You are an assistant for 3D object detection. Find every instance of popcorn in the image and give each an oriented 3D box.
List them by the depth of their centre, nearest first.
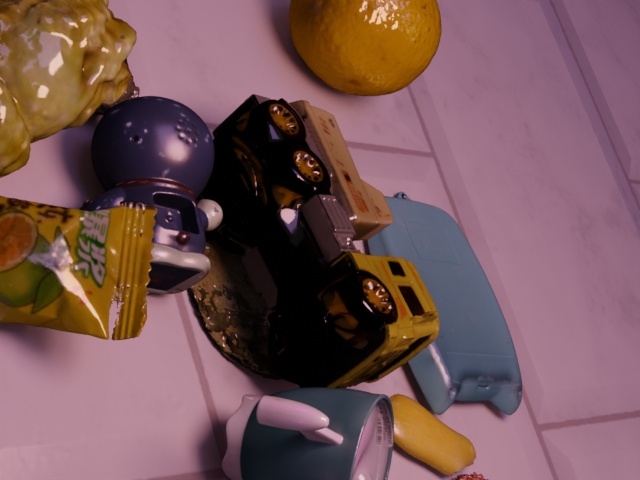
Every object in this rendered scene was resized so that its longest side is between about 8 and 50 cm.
[{"bbox_3d":[-0.358,-0.193,1.389,0.286,0.225,0.174,-48,134,-33],"label":"popcorn"}]

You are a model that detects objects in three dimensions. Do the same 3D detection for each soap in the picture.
[{"bbox_3d":[0.153,0.282,1.748,0.168,0.033,0.089,38,43,-22],"label":"soap"}]

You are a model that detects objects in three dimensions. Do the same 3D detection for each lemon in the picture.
[{"bbox_3d":[0.064,-0.348,1.950,0.253,0.228,0.228,20,50,-28],"label":"lemon"}]

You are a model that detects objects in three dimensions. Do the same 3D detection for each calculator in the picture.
[{"bbox_3d":[0.188,0.085,1.909,0.256,0.054,0.386,9,52,-45],"label":"calculator"}]

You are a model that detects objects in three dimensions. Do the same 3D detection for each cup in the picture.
[{"bbox_3d":[-0.018,0.250,1.454,0.300,0.173,0.168,64,38,-58],"label":"cup"}]

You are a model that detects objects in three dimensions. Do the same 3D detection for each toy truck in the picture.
[{"bbox_3d":[0.000,0.000,1.634,0.254,0.180,0.405,2,55,-50],"label":"toy truck"}]

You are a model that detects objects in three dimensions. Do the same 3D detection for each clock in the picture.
[{"bbox_3d":[-0.204,-0.061,1.524,0.199,0.146,0.243,12,63,-37],"label":"clock"}]

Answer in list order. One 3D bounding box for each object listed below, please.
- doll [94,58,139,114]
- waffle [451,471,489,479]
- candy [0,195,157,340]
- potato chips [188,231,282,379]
[{"bbox_3d":[-0.330,-0.291,1.607,0.202,0.091,0.286,26,35,-49],"label":"doll"},{"bbox_3d":[0.217,0.369,1.758,0.083,0.029,0.075,4,58,-42],"label":"waffle"},{"bbox_3d":[-0.329,0.015,1.345,0.297,0.081,0.187,9,60,-16],"label":"candy"},{"bbox_3d":[-0.092,0.085,1.634,0.202,0.029,0.220,13,52,-41],"label":"potato chips"}]
